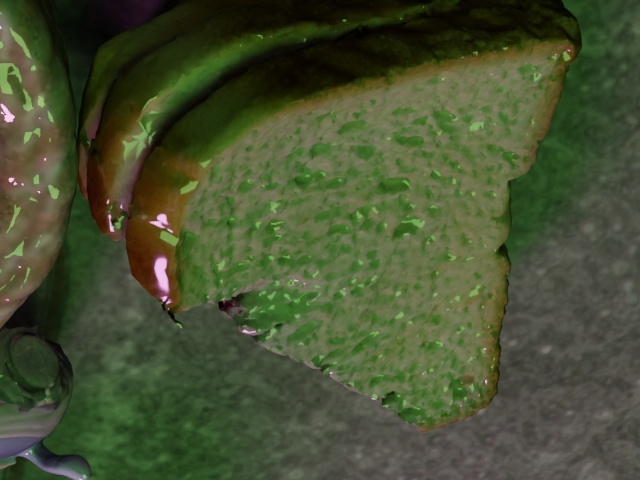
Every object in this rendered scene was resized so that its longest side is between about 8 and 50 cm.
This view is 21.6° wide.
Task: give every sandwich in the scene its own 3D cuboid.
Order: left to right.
[{"bbox_3d":[-0.002,-0.003,0.884,0.254,0.099,0.288,-19,136,-26],"label":"sandwich"}]

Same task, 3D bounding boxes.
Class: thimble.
[{"bbox_3d":[-0.214,-0.060,0.780,0.195,0.148,0.229,-3,124,-12],"label":"thimble"}]

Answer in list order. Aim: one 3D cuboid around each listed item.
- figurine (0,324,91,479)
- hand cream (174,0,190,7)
[{"bbox_3d":[-0.214,0.103,0.892,0.183,0.128,0.208,-32,170,22],"label":"figurine"},{"bbox_3d":[-0.037,-0.127,0.852,0.067,0.043,0.210,17,123,-31],"label":"hand cream"}]
